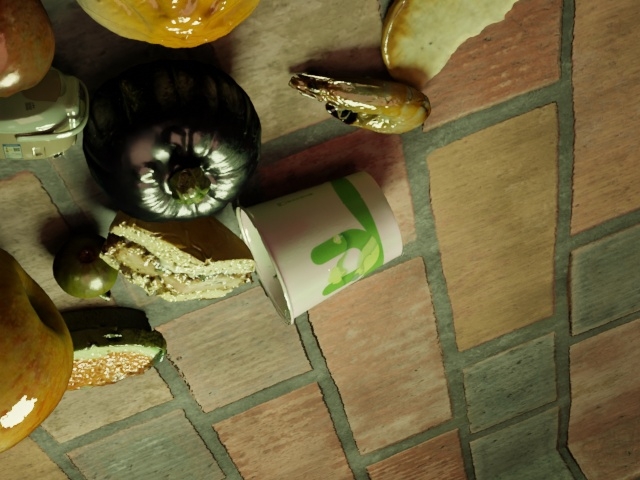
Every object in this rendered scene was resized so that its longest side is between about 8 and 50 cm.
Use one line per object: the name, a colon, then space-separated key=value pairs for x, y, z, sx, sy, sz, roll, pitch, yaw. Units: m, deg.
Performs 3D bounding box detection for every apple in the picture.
apple: x=-0.614 y=0.178 z=1.687 sx=0.333 sy=0.400 sz=0.400 roll=-39 pitch=146 yaw=-22

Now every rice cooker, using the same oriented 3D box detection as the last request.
rice cooker: x=-0.464 y=-0.198 z=1.517 sx=0.206 sy=0.145 sz=0.127 roll=1 pitch=143 yaw=-13

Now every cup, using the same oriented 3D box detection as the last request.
cup: x=0.000 y=0.000 z=1.915 sx=0.274 sy=0.253 sz=0.253 roll=-24 pitch=141 yaw=-13

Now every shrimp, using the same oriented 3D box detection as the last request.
shrimp: x=0.066 y=-0.250 z=1.793 sx=0.287 sy=0.063 sz=0.152 roll=9 pitch=158 yaw=-20

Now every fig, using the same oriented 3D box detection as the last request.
fig: x=-0.440 y=0.067 z=1.879 sx=0.124 sy=0.124 sz=0.236 roll=-17 pitch=164 yaw=-9

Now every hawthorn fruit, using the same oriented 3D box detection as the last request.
hawthorn fruit: x=-0.473 y=-0.321 z=1.353 sx=0.199 sy=0.199 sz=0.251 roll=-7 pitch=123 yaw=-20

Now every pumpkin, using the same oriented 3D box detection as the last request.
pumpkin: x=-0.230 y=-0.138 z=1.600 sx=0.296 sy=0.295 sz=0.295 roll=-14 pitch=140 yaw=-12

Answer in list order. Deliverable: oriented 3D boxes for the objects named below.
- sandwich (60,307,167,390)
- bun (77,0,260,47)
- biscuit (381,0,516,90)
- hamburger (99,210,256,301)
sandwich: x=-0.467 y=0.228 z=2.027 sx=0.292 sy=0.109 sz=0.212 roll=-14 pitch=146 yaw=-8
bun: x=-0.200 y=-0.356 z=1.361 sx=0.299 sy=0.164 sz=0.299 roll=-12 pitch=175 yaw=-1
biscuit: x=0.219 y=-0.402 z=1.712 sx=0.309 sy=0.040 sz=0.205 roll=-40 pitch=139 yaw=21
hamburger: x=-0.268 y=0.011 z=1.816 sx=0.155 sy=0.245 sz=0.282 roll=-36 pitch=172 yaw=36
